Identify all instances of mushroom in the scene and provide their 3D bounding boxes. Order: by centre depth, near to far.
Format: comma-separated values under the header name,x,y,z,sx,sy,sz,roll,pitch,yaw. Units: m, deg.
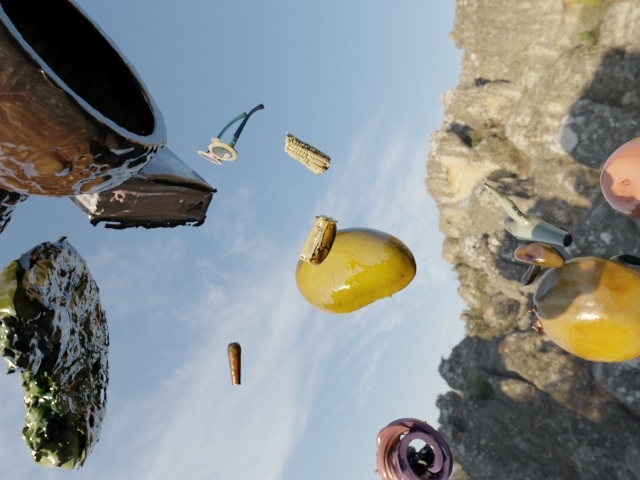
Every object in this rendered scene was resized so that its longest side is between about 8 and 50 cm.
name,x,y,z,sx,sy,sz,roll,pitch,yaw
mushroom,0.440,0.044,0.831,0.129,0.088,0.072,100,174,-57

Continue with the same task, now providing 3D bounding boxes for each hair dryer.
name,x,y,z,sx,sy,sz,roll,pitch,yaw
hair dryer,0.459,-0.052,0.881,0.199,0.167,0.067,37,-91,-40

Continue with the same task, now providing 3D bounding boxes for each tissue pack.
name,x,y,z,sx,sy,sz,roll,pitch,yaw
tissue pack,-0.411,-0.170,0.789,0.122,0.361,0.259,-58,-21,17

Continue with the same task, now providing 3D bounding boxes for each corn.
name,x,y,z,sx,sy,sz,roll,pitch,yaw
corn,-0.058,-0.323,1.509,0.211,0.087,0.087,25,-97,-25

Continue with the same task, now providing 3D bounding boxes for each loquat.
name,x,y,z,sx,sy,sz,roll,pitch,yaw
loquat,0.577,0.143,0.846,0.193,0.238,0.238,-51,-32,-37

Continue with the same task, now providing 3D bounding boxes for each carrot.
name,x,y,z,sx,sy,sz,roll,pitch,yaw
carrot,-0.330,0.475,1.548,0.055,0.055,0.161,28,-127,-64

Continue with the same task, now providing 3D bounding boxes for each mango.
name,x,y,z,sx,sy,sz,roll,pitch,yaw
mango,0.108,0.099,1.339,0.220,0.445,0.301,30,-116,-43

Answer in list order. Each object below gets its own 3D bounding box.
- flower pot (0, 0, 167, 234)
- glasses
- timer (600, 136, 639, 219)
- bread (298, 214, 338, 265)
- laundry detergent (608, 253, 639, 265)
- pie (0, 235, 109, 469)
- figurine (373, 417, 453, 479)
name,x,y,z,sx,sy,sz,roll,pitch,yaw
flower pot,-0.370,-0.140,0.464,0.267,0.266,0.266,-31,-27,7
glasses,-0.251,-0.310,1.201,0.220,0.190,0.088,-47,-65,-25
timer,0.889,-0.168,1.064,0.215,0.229,0.229,-9,-55,-12
bread,0.000,0.000,0.833,0.106,0.053,0.072,-62,-12,-2
laundry detergent,0.754,0.100,0.988,0.078,0.222,0.144,116,180,-75
pie,-0.403,0.167,0.629,0.078,0.296,0.371,-5,-60,-16
figurine,0.138,0.381,0.691,0.114,0.126,0.157,-16,-25,-43
